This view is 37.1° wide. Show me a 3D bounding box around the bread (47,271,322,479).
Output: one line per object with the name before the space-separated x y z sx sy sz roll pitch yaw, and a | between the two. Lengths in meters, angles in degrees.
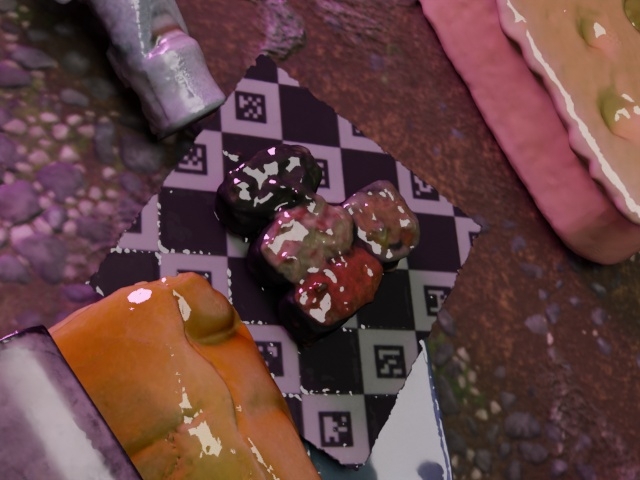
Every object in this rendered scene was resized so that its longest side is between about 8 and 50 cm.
bread | -0.068 0.172 0.530 0.294 0.166 0.132 63 14 5

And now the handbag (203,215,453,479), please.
handbag | -0.009 0.096 0.674 0.179 0.062 0.229 -2 71 -27

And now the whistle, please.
whistle | -0.178 -0.237 0.684 0.346 0.133 0.142 62 14 -6

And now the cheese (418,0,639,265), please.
cheese | 0.267 -0.150 0.908 0.384 0.104 0.384 12 63 -26

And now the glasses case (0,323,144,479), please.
glasses case | -0.091 0.190 0.436 0.114 0.060 0.299 -37 82 4

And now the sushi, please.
sushi | 0.000 0.000 0.651 0.219 0.047 0.231 37 59 -9
